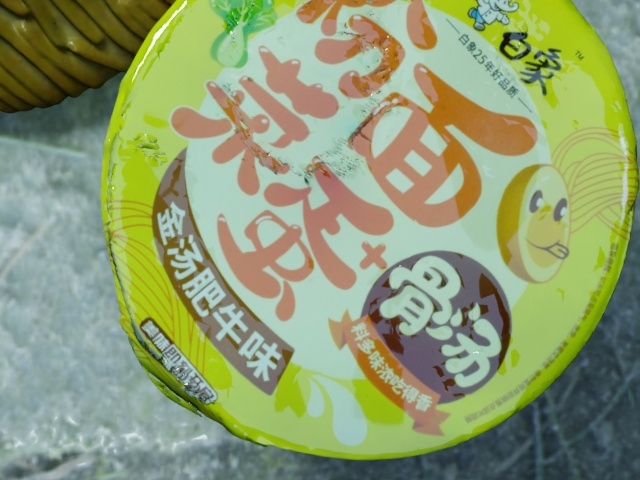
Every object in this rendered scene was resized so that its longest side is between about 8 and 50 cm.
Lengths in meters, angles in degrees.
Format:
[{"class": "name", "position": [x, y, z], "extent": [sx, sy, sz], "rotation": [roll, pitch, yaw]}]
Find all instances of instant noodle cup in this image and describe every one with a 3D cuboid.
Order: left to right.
[{"class": "instant noodle cup", "position": [0.006, -0.031, 1.126], "extent": [0.311, 0.221, 0.311], "rotation": [0, 92, -12]}]

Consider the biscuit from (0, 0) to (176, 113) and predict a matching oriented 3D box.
[{"class": "biscuit", "position": [-0.197, -0.201, 1.074], "extent": [0.318, 0.040, 0.318], "rotation": [-5, 131, -6]}]
